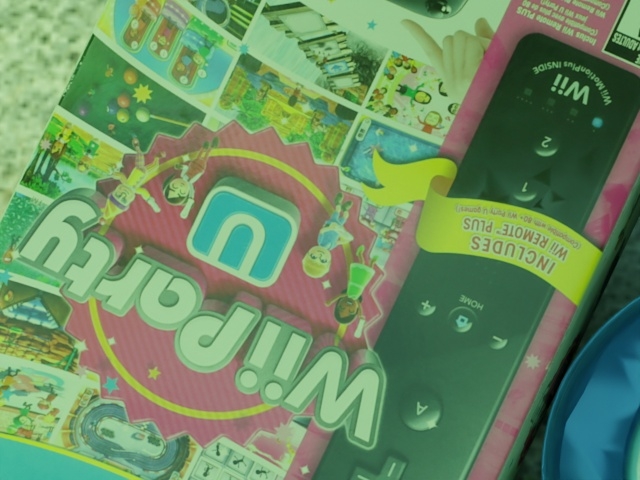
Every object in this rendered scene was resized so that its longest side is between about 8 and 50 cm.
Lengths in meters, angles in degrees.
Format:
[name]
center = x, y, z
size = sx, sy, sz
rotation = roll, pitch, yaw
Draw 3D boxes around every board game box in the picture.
[board game box]
center = 0.000, 0.000, 0.686
size = 0.224, 0.097, 0.303
rotation = 25, 86, 10

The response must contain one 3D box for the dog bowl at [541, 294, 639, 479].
[dog bowl]
center = 0.201, 0.151, 0.667
size = 0.166, 0.074, 0.297
rotation = -26, 82, 6
